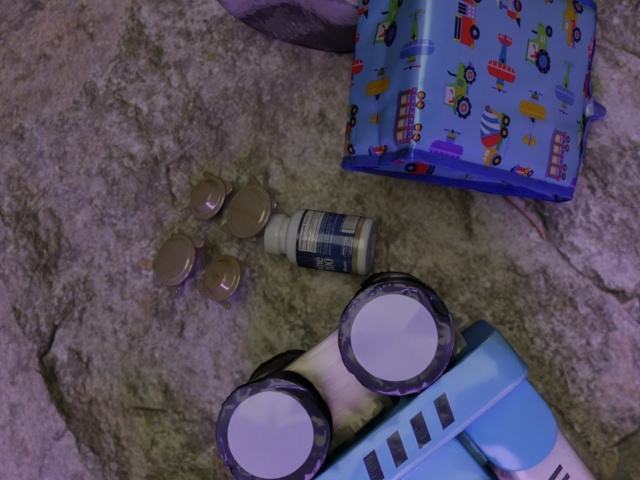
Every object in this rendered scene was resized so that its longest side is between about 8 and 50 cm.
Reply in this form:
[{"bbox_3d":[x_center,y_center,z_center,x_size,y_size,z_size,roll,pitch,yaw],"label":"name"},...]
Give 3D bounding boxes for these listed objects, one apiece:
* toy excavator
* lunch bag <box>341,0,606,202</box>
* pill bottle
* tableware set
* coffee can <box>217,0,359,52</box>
[{"bbox_3d":[0.183,0.215,0.932,0.433,0.222,0.445,-38,88,2],"label":"toy excavator"},{"bbox_3d":[0.187,-0.164,0.969,0.293,0.138,0.221,8,87,-28],"label":"lunch bag"},{"bbox_3d":[0.000,0.000,1.058,0.120,0.067,0.067,8,81,13],"label":"pill bottle"},{"bbox_3d":[-0.124,-0.004,1.086,0.141,0.020,0.169,26,90,39],"label":"tableware set"},{"bbox_3d":[0.011,-0.381,1.059,0.201,0.201,0.275,14,83,14],"label":"coffee can"}]
